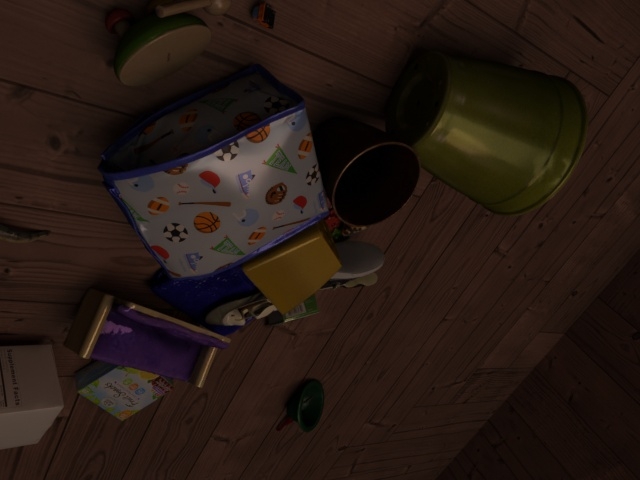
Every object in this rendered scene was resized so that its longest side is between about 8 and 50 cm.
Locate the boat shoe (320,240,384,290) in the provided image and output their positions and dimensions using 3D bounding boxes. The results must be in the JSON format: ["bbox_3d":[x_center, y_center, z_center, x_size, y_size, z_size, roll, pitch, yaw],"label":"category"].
[{"bbox_3d":[0.024,0.088,1.469,0.306,0.113,0.105,-16,146,-4],"label":"boat shoe"}]

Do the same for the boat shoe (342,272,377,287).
[{"bbox_3d":[0.118,0.121,1.662,0.133,0.042,0.048,-7,88,-31],"label":"boat shoe"}]

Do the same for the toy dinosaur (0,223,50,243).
[{"bbox_3d":[-0.676,-0.017,1.026,0.118,0.064,0.268,-50,139,5],"label":"toy dinosaur"}]

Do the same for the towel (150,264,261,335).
[{"bbox_3d":[-0.265,0.132,1.402,0.228,0.076,0.308,-39,137,2],"label":"towel"}]

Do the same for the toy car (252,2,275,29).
[{"bbox_3d":[-0.110,-0.469,1.018,0.041,0.060,0.122,10,112,14],"label":"toy car"}]

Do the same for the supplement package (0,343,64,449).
[{"bbox_3d":[-0.755,0.350,1.167,0.293,0.175,0.177,9,132,-47],"label":"supplement package"}]

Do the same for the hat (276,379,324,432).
[{"bbox_3d":[-0.107,0.602,1.952,0.173,0.184,0.208,36,61,-53],"label":"hat"}]

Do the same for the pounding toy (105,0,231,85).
[{"bbox_3d":[-0.281,-0.375,0.915,0.237,0.110,0.183,-27,-174,45],"label":"pounding toy"}]

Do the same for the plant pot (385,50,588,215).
[{"bbox_3d":[0.361,-0.277,1.275,0.353,0.366,0.366,14,119,-27],"label":"plant pot"}]

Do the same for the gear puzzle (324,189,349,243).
[{"bbox_3d":[0.000,0.000,1.476,0.175,0.044,0.339,-31,137,-5],"label":"gear puzzle"}]

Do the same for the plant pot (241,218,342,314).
[{"bbox_3d":[-0.070,0.015,1.291,0.187,0.212,0.212,-25,137,9],"label":"plant pot"}]

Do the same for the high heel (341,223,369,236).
[{"bbox_3d":[0.103,-0.138,1.405,0.186,0.093,0.261,34,106,-35],"label":"high heel"}]

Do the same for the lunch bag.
[{"bbox_3d":[-0.213,-0.122,1.101,0.385,0.239,0.327,-33,139,-14],"label":"lunch bag"}]

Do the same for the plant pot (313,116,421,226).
[{"bbox_3d":[0.078,-0.186,1.226,0.215,0.230,0.215,-16,135,-17],"label":"plant pot"}]

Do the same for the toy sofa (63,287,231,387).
[{"bbox_3d":[-0.408,0.251,1.308,0.362,0.177,0.150,34,72,-46],"label":"toy sofa"}]

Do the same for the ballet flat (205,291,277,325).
[{"bbox_3d":[-0.194,0.184,1.394,0.213,0.068,0.072,-21,138,-13],"label":"ballet flat"}]

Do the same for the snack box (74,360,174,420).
[{"bbox_3d":[-0.531,0.386,1.460,0.175,0.070,0.207,-31,136,-6],"label":"snack box"}]

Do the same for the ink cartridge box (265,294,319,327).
[{"bbox_3d":[-0.093,0.205,1.553,0.109,0.062,0.209,-13,171,-23],"label":"ink cartridge box"}]
